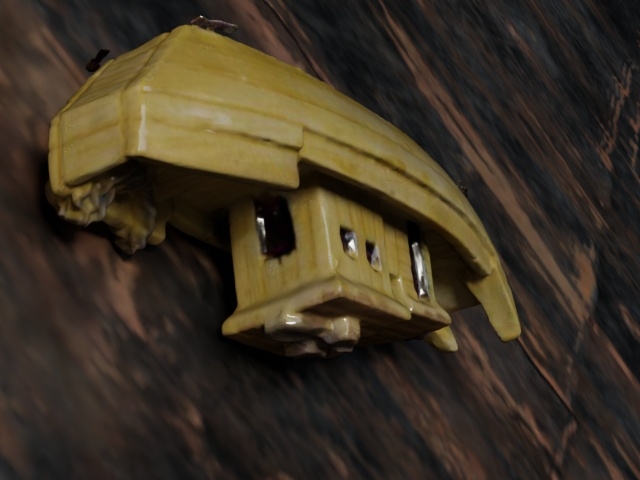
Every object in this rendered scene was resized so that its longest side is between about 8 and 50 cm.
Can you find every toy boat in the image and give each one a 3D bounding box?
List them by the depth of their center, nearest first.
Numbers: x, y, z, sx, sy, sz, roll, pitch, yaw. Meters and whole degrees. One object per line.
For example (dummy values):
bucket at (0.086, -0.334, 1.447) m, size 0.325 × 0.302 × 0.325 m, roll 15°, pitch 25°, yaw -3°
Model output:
toy boat at (0.000, 0.000, 0.463) m, size 0.206 × 0.064 × 0.072 m, roll 25°, pitch 52°, yaw -53°
